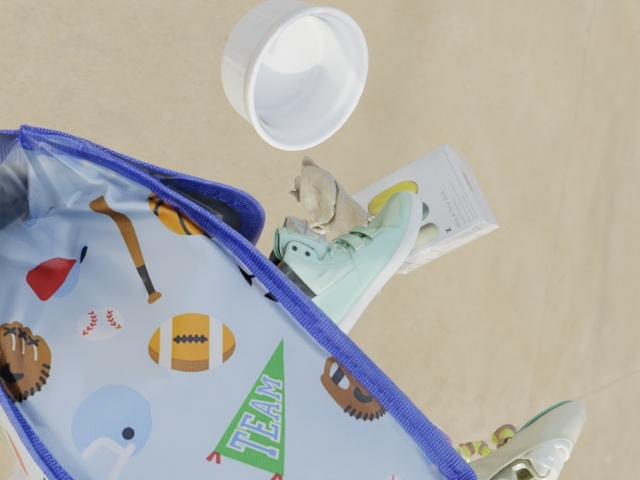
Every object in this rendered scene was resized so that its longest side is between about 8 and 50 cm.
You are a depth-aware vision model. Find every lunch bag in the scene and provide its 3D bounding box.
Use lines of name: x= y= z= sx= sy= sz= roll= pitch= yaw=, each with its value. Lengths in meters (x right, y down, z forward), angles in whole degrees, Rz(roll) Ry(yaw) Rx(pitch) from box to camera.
lunch bag: x=-0.126 y=0.121 z=0.601 sx=0.239 sy=0.385 sz=0.328 roll=-43 pitch=176 yaw=-28

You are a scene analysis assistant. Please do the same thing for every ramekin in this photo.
ramekin: x=-0.055 y=-0.324 z=1.485 sx=0.277 sy=0.135 sz=0.277 roll=-24 pitch=133 yaw=-29

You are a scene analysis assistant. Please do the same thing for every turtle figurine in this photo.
turtle figurine: x=0.349 y=0.405 z=1.455 sx=0.217 sy=0.269 sz=0.087 roll=-7 pitch=116 yaw=-70

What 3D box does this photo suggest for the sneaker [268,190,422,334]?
sneaker: x=0.026 y=0.002 z=1.038 sx=0.151 sy=0.094 sz=0.256 roll=41 pitch=72 yaw=-16

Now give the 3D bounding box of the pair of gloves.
pair of gloves: x=0.000 y=0.000 z=1.244 sx=0.042 sy=0.204 sz=0.240 roll=-15 pitch=136 yaw=-29

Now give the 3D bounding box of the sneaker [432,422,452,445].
sneaker: x=0.142 y=0.359 z=1.239 sx=0.236 sy=0.104 sz=0.095 roll=1 pitch=111 yaw=-46

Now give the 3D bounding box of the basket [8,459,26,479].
basket: x=-0.299 y=0.418 z=1.212 sx=0.266 sy=0.331 sz=0.328 roll=-15 pitch=101 yaw=-15

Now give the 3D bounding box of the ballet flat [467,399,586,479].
ballet flat: x=0.264 y=0.309 z=1.040 sx=0.248 sy=0.086 sz=0.086 roll=-34 pitch=134 yaw=4

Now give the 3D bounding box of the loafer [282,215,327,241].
loafer: x=-0.098 y=0.099 z=1.691 sx=0.111 sy=0.112 sz=0.320 roll=27 pitch=82 yaw=-17

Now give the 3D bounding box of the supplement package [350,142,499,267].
supplement package: x=0.242 y=-0.065 z=1.819 sx=0.199 sy=0.262 sz=0.198 roll=66 pitch=20 yaw=12
